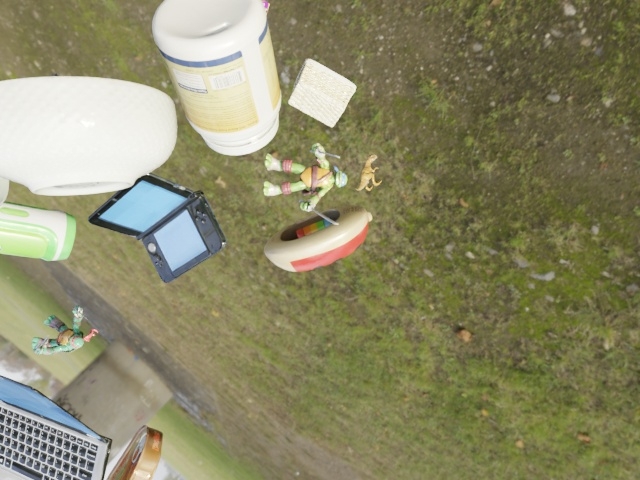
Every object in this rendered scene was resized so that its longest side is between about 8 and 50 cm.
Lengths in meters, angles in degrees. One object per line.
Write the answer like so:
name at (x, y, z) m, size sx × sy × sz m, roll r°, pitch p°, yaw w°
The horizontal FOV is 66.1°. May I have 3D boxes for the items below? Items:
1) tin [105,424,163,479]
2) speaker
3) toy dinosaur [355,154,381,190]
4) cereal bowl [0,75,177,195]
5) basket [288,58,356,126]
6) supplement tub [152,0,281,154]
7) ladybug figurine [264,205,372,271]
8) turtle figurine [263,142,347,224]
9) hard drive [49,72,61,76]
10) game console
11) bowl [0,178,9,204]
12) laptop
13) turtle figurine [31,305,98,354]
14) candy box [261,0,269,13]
tin at (-0.310, 0.385, 0.790) m, size 0.040 × 0.190 × 0.106 m, roll 28°, pitch -166°, yaw -26°
speaker at (-0.725, -0.031, 1.106) m, size 0.296 × 0.131 × 0.131 m, roll 12°, pitch 173°, yaw -38°
toy dinosaur at (0.174, -0.236, 1.891) m, size 0.064 × 0.212 × 0.112 m, roll -11°, pitch 137°, yaw 41°
cereal bowl at (-0.410, -0.157, 0.839) m, size 0.339 × 0.338 × 0.141 m, roll -6°, pitch 93°, yaw 54°
basket at (0.000, -0.423, 1.427) m, size 0.167 × 0.103 × 0.113 m, roll 27°, pitch 149°, yaw -10°
supplement tub at (-0.209, -0.363, 1.079) m, size 0.228 × 0.228 × 0.316 m, roll 31°, pitch 155°, yaw 21°
ladybug figurine at (0.000, 0.000, 1.955) m, size 0.449 × 0.305 × 0.162 m, roll -20°, pitch 112°, yaw 10°
turtle figurine at (-0.053, -0.205, 1.573) m, size 0.266 × 0.275 × 0.198 m, roll 3°, pitch 123°, yaw 8°
hard drive at (-0.821, -0.366, 1.635) m, size 0.236 × 0.064 × 0.339 m, roll -13°, pitch 132°, yaw 30°
game console at (-0.446, -0.021, 1.341) m, size 0.293 × 0.173 × 0.250 m, roll -29°, pitch 87°, yaw 33°
bowl at (-0.683, -0.154, 0.809) m, size 0.298 × 0.134 × 0.298 m, roll 64°, pitch -178°, yaw -3°
laptop at (-0.676, 0.446, 1.032) m, size 0.381 × 0.408 × 0.236 m, roll 10°, pitch 176°, yaw 22°
turtle figurine at (-0.800, 0.297, 1.525) m, size 0.234 × 0.175 × 0.118 m, roll -4°, pitch 126°, yaw 39°
candy box at (-0.250, -0.757, 1.606) m, size 0.053 × 0.186 × 0.109 m, roll 25°, pitch 104°, yaw 25°
